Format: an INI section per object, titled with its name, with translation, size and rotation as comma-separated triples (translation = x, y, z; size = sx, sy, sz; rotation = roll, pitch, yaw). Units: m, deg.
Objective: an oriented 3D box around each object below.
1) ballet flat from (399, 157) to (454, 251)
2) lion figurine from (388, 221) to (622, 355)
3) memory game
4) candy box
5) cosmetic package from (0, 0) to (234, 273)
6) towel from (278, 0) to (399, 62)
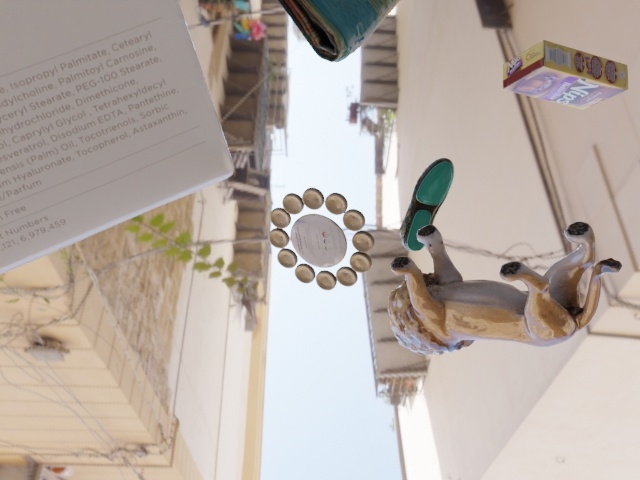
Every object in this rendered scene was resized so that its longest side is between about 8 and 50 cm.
[ballet flat]
translation = 0.193, -0.073, 1.287
size = 0.070, 0.188, 0.070
rotation = 20, -162, -7
[lion figurine]
translation = 0.252, 0.096, 1.008
size = 0.392, 0.240, 0.142
rotation = 6, -135, 40
[memory game]
translation = 0.000, 0.000, 1.106
size = 0.186, 0.186, 0.012
rotation = 20, -146, 12
[candy box]
translation = 0.427, -0.285, 1.199
size = 0.186, 0.109, 0.053
rotation = 6, -101, -22
[cosmetic package]
translation = -0.340, -0.236, 0.769
size = 0.327, 0.394, 0.329
rotation = -24, -143, -13
[towel]
translation = -0.004, -0.393, 0.894
size = 0.271, 0.040, 0.370
rotation = 48, -143, -12
